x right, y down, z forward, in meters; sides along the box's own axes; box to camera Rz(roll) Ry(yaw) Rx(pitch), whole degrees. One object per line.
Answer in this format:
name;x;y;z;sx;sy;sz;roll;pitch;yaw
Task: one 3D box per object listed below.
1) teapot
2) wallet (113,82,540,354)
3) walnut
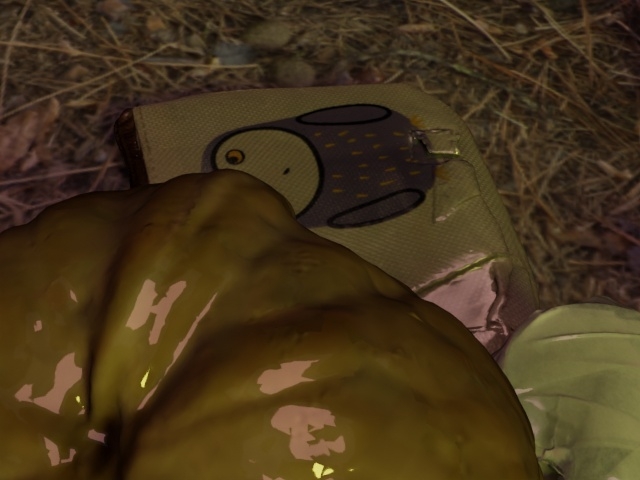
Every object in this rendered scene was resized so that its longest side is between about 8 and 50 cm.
teapot;0.118;0.135;0.622;0.163;0.178;0.221;35;54;22
wallet;-0.002;0.002;0.798;0.275;0.068;0.335;-7;50;-13
walnut;-0.052;0.109;0.516;0.296;0.285;0.285;-3;47;11
